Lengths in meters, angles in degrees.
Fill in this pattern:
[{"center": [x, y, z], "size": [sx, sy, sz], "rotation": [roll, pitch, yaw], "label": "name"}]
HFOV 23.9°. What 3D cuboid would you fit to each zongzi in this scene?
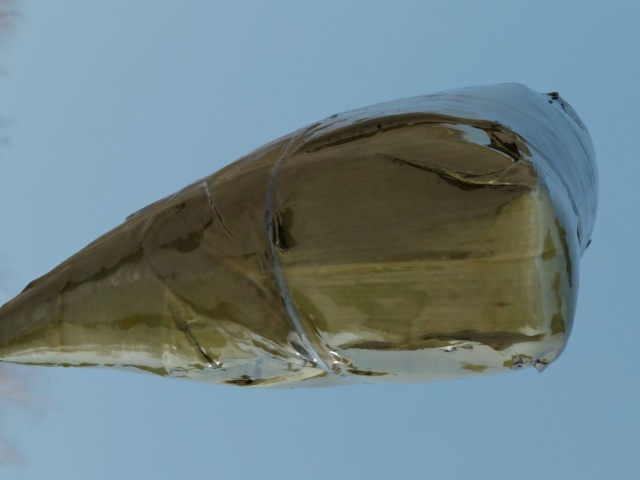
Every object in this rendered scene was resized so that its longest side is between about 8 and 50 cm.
[{"center": [0.000, 0.000, 1.053], "size": [0.393, 0.174, 0.356], "rotation": [-11, -171, 19], "label": "zongzi"}]
